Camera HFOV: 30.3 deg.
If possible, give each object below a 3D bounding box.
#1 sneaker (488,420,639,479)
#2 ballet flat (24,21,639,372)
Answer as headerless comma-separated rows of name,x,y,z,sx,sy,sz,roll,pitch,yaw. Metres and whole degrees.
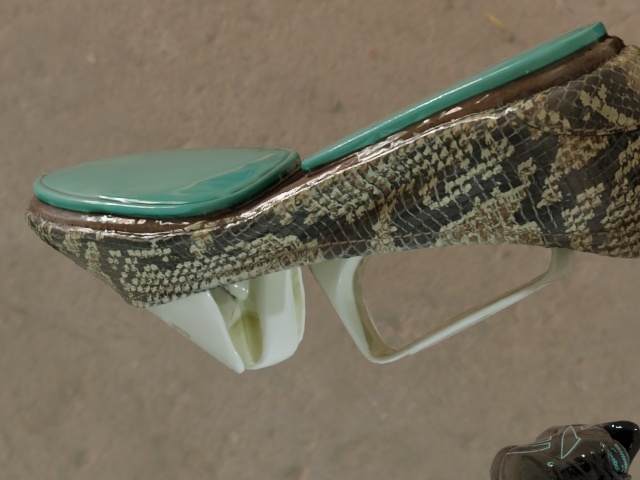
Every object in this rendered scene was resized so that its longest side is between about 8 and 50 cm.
sneaker,0.258,0.240,1.238,0.267,0.106,0.101,-21,87,-60
ballet flat,0.000,0.000,0.784,0.164,0.483,0.182,-35,110,-55
